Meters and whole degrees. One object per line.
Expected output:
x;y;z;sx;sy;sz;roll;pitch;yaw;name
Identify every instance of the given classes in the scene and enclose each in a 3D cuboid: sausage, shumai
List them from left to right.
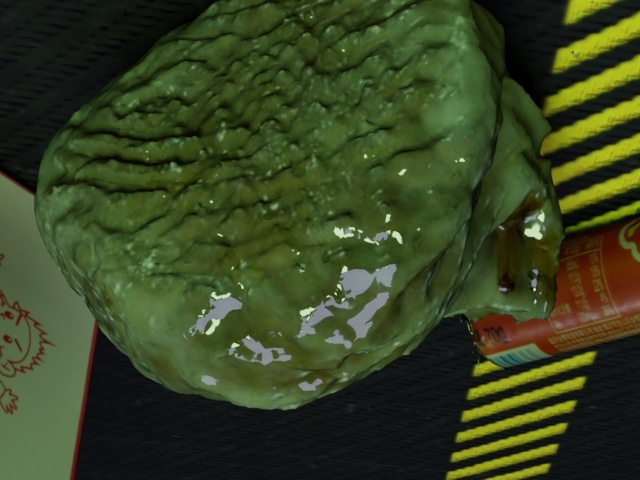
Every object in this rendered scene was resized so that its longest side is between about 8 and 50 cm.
0.000;0.000;0.766;0.260;0.225;0.222;-20;142;10;shumai
0.215;0.016;0.900;0.264;0.083;0.083;-19;141;32;sausage

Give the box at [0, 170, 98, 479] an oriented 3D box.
-0.349;0.097;0.901;0.300;0.314;0.312;-21;139;33;box
